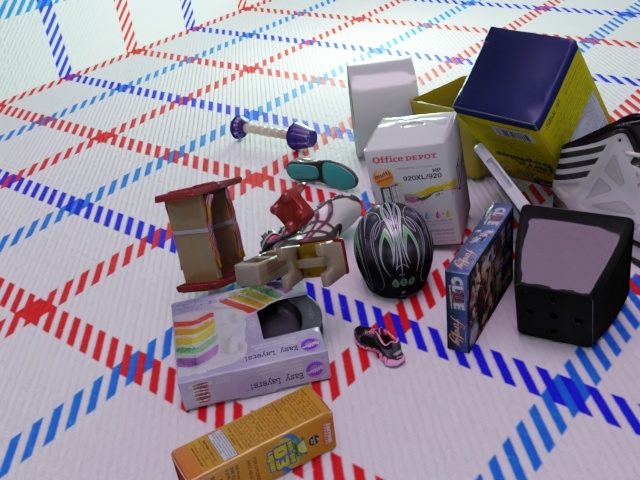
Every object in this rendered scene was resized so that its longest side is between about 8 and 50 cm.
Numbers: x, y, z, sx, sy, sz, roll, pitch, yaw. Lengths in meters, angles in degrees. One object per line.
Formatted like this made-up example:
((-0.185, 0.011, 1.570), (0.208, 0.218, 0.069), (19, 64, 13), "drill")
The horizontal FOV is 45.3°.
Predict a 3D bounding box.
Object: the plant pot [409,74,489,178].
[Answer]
((0.372, -0.272, 1.876), (0.212, 0.187, 0.212), (-28, 32, -31), "plant pot")

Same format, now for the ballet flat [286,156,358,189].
((0.013, -0.177, 1.920), (0.213, 0.072, 0.068), (11, 31, 30), "ballet flat")

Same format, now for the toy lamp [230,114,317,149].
((-0.131, -0.303, 2.161), (0.274, 0.080, 0.080), (12, 35, 33), "toy lamp")

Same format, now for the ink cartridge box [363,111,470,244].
((0.208, -0.128, 1.613), (0.171, 0.233, 0.168), (-4, 30, 21), "ink cartridge box")

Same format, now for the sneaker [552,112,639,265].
((0.640, -0.090, 1.440), (0.447, 0.258, 0.169), (19, 40, 37), "sneaker")

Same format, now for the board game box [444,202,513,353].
((0.285, 0.061, 1.360), (0.042, 0.165, 0.243), (11, 36, 28), "board game box")

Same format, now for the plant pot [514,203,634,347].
((0.418, 0.072, 1.313), (0.187, 0.188, 0.167), (10, 48, 27), "plant pot")

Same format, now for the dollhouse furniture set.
((-0.117, -0.020, 1.447), (0.374, 0.201, 0.152), (-5, 10, 34), "dollhouse furniture set")

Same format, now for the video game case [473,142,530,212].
((0.403, -0.064, 1.523), (0.025, 0.204, 0.285), (-36, 28, 13), "video game case")

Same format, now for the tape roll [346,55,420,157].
((0.164, -0.351, 2.008), (0.169, 0.246, 0.246), (-8, 30, 1), "tape roll")

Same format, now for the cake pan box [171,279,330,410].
((-0.125, 0.174, 1.363), (0.266, 0.070, 0.246), (-11, 33, -6), "cake pan box")

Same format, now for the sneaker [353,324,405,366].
((0.100, 0.168, 1.328), (0.047, 0.057, 0.119), (-29, 35, -28), "sneaker")

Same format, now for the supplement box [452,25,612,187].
((0.464, -0.270, 1.651), (0.195, 0.356, 0.194), (22, 83, 37), "supplement box")

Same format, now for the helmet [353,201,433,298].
((0.140, 0.011, 1.479), (0.169, 0.162, 0.169), (-6, 30, 3), "helmet")

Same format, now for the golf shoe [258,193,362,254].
((0.000, 0.000, 1.620), (0.272, 0.105, 0.120), (-32, 56, -28), "golf shoe")

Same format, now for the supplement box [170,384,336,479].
((-0.093, 0.304, 1.123), (0.233, 0.078, 0.080), (-24, 34, -24), "supplement box")
